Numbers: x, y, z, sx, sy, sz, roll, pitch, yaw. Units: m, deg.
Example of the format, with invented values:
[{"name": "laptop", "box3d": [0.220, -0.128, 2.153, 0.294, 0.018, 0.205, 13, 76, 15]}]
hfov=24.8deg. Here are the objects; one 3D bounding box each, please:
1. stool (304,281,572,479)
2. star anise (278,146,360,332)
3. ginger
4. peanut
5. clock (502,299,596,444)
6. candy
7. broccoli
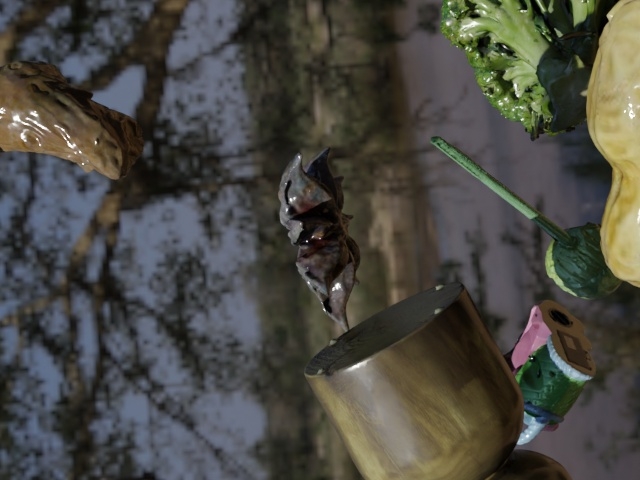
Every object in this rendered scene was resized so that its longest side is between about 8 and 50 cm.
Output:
[{"name": "stool", "box3d": [0.122, 0.195, 1.405, 0.264, 0.179, 0.179, 61, -177, -6]}, {"name": "star anise", "box3d": [0.000, 0.000, 1.518, 0.204, 0.061, 0.180, 52, -152, -64]}, {"name": "ginger", "box3d": [-0.295, -0.095, 1.230, 0.122, 0.290, 0.084, -87, -5, -47]}, {"name": "peanut", "box3d": [0.328, -0.091, 1.394, 0.147, 0.147, 0.305, -95, -7, -62]}, {"name": "clock", "box3d": [0.327, 0.215, 2.257, 0.195, 0.100, 0.194, -54, 23, 28]}, {"name": "candy", "box3d": [0.231, -0.031, 1.628, 0.335, 0.092, 0.093, 35, -158, -35]}, {"name": "broccoli", "box3d": [0.321, -0.271, 1.883, 0.304, 0.321, 0.283, 37, -149, -22]}]
